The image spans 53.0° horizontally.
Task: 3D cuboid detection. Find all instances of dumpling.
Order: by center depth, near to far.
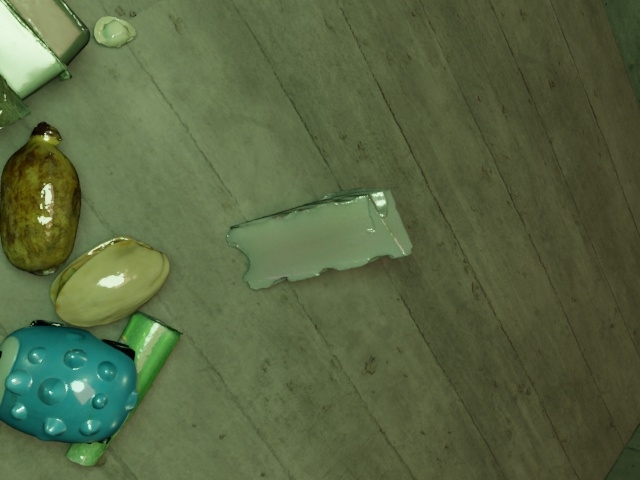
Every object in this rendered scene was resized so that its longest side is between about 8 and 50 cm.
[{"bbox_3d":[-0.390,-0.396,1.207,0.077,0.043,0.059,-29,91,-14],"label":"dumpling"}]

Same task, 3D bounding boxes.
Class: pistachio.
[{"bbox_3d":[-0.380,0.076,1.174,0.215,0.144,0.144,-30,108,-19],"label":"pistachio"}]

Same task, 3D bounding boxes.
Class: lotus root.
[{"bbox_3d":[-0.474,-0.071,1.094,0.128,0.145,0.260,-1,94,-41],"label":"lotus root"}]

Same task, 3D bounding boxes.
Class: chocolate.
[{"bbox_3d":[-0.376,0.279,1.205,0.110,0.110,0.291,36,74,-30],"label":"chocolate"}]

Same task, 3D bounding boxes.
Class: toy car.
[{"bbox_3d":[-0.439,0.240,1.072,0.255,0.190,0.189,16,81,6],"label":"toy car"}]

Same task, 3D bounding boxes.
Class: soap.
[{"bbox_3d":[0.000,0.000,1.356,0.302,0.257,0.159,-24,106,-31],"label":"soap"}]

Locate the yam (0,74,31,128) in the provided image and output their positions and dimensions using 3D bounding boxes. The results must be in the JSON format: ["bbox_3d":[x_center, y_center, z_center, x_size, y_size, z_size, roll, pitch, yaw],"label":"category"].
[{"bbox_3d":[-0.507,-0.229,0.903,0.107,0.107,0.183,-45,137,-25],"label":"yam"}]

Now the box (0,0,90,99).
[{"bbox_3d":[-0.512,-0.367,1.018,0.166,0.220,0.290,-44,117,-9],"label":"box"}]
